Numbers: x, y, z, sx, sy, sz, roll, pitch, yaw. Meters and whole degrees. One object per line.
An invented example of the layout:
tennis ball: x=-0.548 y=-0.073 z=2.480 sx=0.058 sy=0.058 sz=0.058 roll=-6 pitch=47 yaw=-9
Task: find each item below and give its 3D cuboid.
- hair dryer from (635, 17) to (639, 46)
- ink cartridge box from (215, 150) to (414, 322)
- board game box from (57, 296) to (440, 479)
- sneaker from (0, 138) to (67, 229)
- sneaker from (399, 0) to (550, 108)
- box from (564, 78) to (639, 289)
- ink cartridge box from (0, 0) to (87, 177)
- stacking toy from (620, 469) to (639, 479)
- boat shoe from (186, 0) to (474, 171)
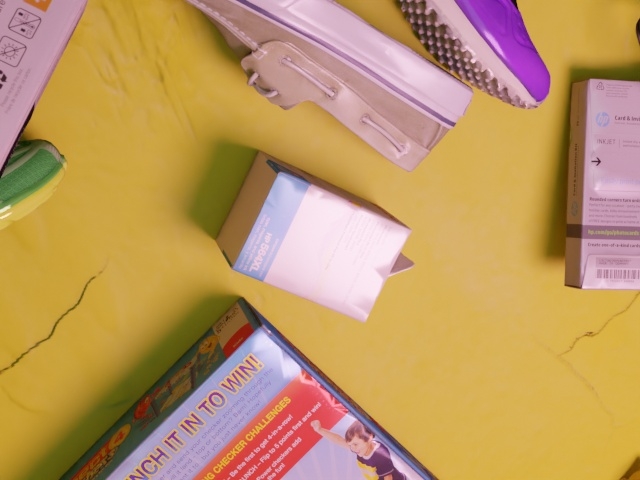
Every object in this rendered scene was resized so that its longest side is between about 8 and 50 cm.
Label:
hair dryer: x=0.420 y=-0.136 z=1.022 sx=0.223 sy=0.080 sz=0.293 roll=-45 pitch=98 yaw=-10
ink cartridge box: x=0.000 y=0.000 z=0.950 sx=0.143 sy=0.092 sz=0.089 roll=24 pitch=98 yaw=-18
board game box: x=-0.065 y=0.263 z=1.007 sx=0.308 sy=0.086 sz=0.302 roll=-45 pitch=110 yaw=0
sneaker: x=-0.338 y=-0.057 z=0.838 sx=0.296 sy=0.109 sz=0.123 roll=-3 pitch=109 yaw=-13
sneaker: x=0.119 y=-0.241 z=0.911 sx=0.146 sy=0.102 sz=0.293 roll=-44 pitch=110 yaw=-1
box: x=0.295 y=-0.048 z=1.023 sx=0.145 sy=0.038 sz=0.186 roll=1 pitch=93 yaw=-15
ink cartridge box: x=-0.365 y=-0.178 z=0.779 sx=0.371 sy=0.069 sz=0.175 roll=27 pitch=74 yaw=-14
stacking toy: x=0.425 y=0.230 z=1.110 sx=0.167 sy=0.052 sz=0.221 roll=33 pitch=115 yaw=-20
boat shoe: x=-0.013 y=-0.148 z=0.902 sx=0.302 sy=0.109 sz=0.094 roll=27 pitch=100 yaw=-22
